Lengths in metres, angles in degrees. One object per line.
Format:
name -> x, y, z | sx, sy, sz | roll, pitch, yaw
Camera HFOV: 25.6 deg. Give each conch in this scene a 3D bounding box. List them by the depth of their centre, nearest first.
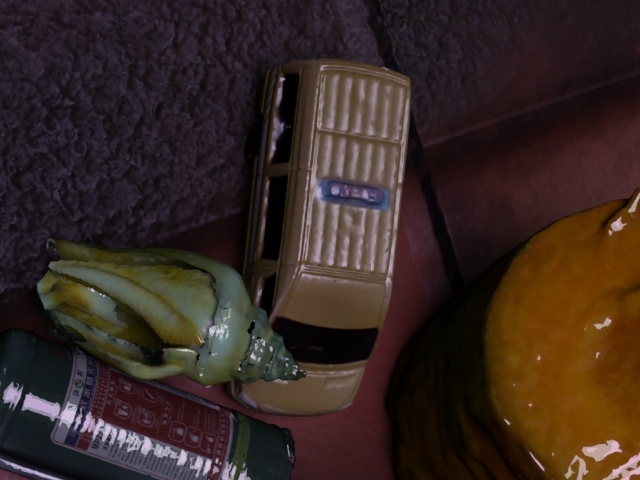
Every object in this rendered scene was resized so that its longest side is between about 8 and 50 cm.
conch -> -0.104, 0.051, 0.950 | 0.200, 0.079, 0.095 | 8, 44, 12

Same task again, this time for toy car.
toy car -> 0.000, 0.000, 1.009 | 0.101, 0.124, 0.257 | 8, 84, -20

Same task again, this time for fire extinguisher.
fire extinguisher -> -0.163, 0.122, 0.956 | 0.294, 0.093, 0.118 | 24, 48, -19

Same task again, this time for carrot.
carrot -> 0.200, 0.108, 0.998 | 0.241, 0.340, 0.242 | 7, 68, -19
